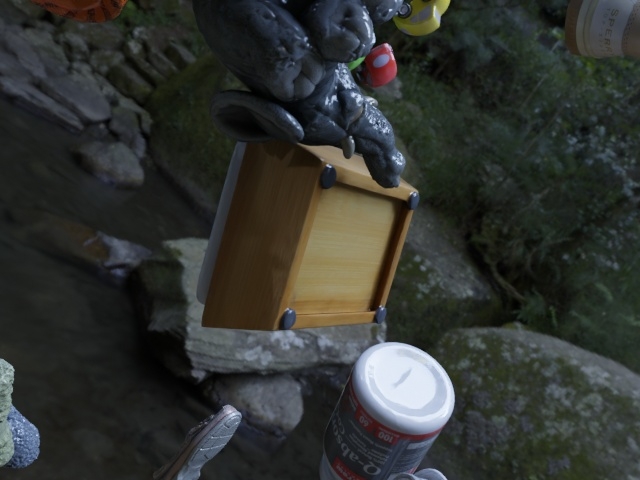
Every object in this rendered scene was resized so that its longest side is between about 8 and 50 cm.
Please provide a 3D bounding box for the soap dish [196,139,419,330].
[{"bbox_3d":[0.000,0.000,0.755,0.118,0.229,0.291,20,7,32],"label":"soap dish"}]

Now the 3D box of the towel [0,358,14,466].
[{"bbox_3d":[-0.245,0.095,0.333,0.148,0.110,0.027,4,44,-23],"label":"towel"}]

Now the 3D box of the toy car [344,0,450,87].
[{"bbox_3d":[0.083,-0.304,0.987,0.225,0.239,0.053,-22,77,-37],"label":"toy car"}]

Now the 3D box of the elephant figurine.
[{"bbox_3d":[-0.021,-0.144,0.562,0.186,0.169,0.239,62,-11,19],"label":"elephant figurine"}]

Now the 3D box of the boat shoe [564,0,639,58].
[{"bbox_3d":[0.366,-0.262,0.588,0.098,0.302,0.109,36,-24,45],"label":"boat shoe"}]

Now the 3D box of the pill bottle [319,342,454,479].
[{"bbox_3d":[0.123,0.404,1.314,0.210,0.363,0.210,11,39,-9],"label":"pill bottle"}]

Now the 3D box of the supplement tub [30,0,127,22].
[{"bbox_3d":[-0.130,-0.239,0.381,0.117,0.190,0.117,15,-18,5],"label":"supplement tub"}]

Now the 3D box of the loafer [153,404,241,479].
[{"bbox_3d":[-0.132,0.213,0.640,0.039,0.125,0.045,42,10,29],"label":"loafer"}]

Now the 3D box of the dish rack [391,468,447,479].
[{"bbox_3d":[0.059,0.455,0.720,0.072,0.333,0.285,28,19,-23],"label":"dish rack"}]

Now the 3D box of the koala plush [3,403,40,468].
[{"bbox_3d":[-0.512,0.230,0.763,0.203,0.196,0.221,37,-15,31],"label":"koala plush"}]
